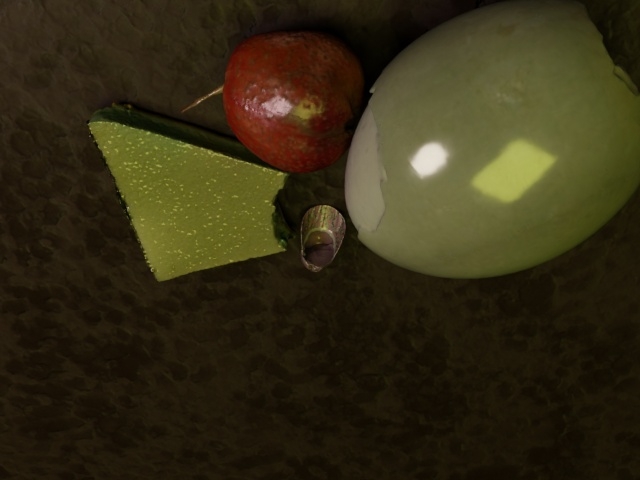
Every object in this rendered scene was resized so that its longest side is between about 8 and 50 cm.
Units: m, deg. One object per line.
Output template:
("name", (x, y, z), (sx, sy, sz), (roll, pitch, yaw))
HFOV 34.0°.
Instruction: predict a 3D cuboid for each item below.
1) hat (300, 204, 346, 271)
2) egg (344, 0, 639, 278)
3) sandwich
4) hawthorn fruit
("hat", (0.000, -0.003, 1.357), (0.058, 0.042, 0.087), (5, 93, -8))
("egg", (0.175, -0.099, 1.132), (0.336, 0.278, 0.278), (-27, 123, 16))
("sandwich", (-0.141, -0.078, 1.285), (0.212, 0.063, 0.245), (-13, 127, 5))
("hawthorn fruit", (-0.054, -0.166, 1.177), (0.203, 0.163, 0.163), (20, 127, 7))
